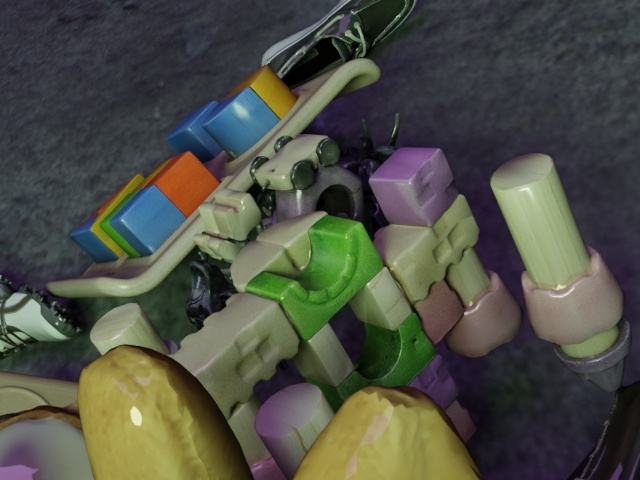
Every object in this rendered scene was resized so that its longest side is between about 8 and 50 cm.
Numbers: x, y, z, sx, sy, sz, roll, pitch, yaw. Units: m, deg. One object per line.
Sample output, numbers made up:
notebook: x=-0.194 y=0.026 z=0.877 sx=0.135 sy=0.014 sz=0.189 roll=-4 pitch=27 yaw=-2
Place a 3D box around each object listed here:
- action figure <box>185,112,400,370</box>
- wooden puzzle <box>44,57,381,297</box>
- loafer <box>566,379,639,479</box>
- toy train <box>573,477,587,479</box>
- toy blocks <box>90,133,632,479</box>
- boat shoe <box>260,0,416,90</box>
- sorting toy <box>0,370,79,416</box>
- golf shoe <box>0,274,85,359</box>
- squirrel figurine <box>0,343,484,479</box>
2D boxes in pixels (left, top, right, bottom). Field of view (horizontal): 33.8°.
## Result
action figure: x=0.000 y=0.000 z=0.988 sx=0.164 sy=0.141 sz=0.276 roll=6 pitch=42 yaw=44
wooden puzzle: x=-0.135 y=-0.070 z=1.092 sx=0.348 sy=0.080 sz=0.322 roll=-44 pitch=13 yaw=-20
loafer: x=0.183 y=0.183 z=0.715 sx=0.078 sy=0.080 sz=0.220 roll=5 pitch=50 yaw=35
toy train: x=0.293 y=0.172 z=0.622 sx=0.248 sy=0.143 sz=0.105 roll=-6 pitch=53 yaw=37
toy blocks: x=0.036 y=0.106 z=0.763 sx=0.288 sy=0.260 sz=0.309 roll=-43 pitch=31 yaw=-25
boat shoe: x=0.030 y=-0.243 z=1.288 sx=0.219 sy=0.078 sz=0.070 roll=-34 pitch=37 yaw=7
sorting toy: x=-0.226 y=0.194 z=0.912 sx=0.208 sy=0.193 sz=0.038 roll=-111 pitch=40 yaw=-53
golf shoe: x=-0.332 y=0.097 z=1.147 sx=0.198 sy=0.077 sz=0.094 roll=9 pitch=63 yaw=47
squirrel figurine: x=-0.070 y=0.245 z=0.493 sx=0.281 sy=0.397 sz=0.370 roll=-35 pitch=13 yaw=-20
